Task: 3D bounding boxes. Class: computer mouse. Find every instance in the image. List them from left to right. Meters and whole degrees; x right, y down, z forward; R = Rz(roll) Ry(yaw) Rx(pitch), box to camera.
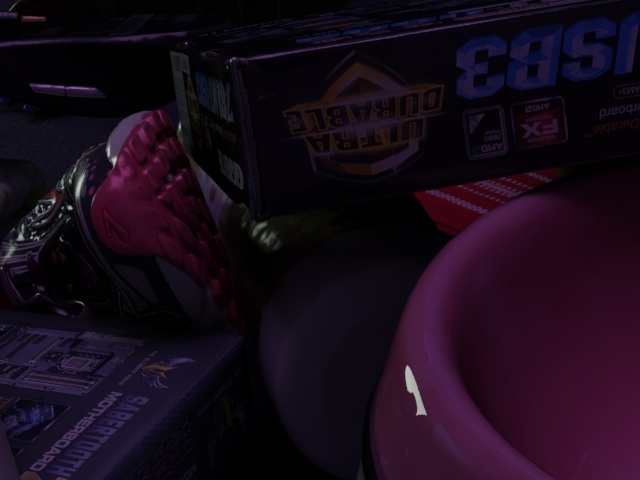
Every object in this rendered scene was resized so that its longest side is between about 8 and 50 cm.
[{"bbox_3d":[-0.181,-0.117,1.075,0.262,0.060,0.184,-4,16,0],"label":"computer mouse"}]

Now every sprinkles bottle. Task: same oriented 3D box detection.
[{"bbox_3d":[0.000,0.000,0.908,0.121,0.121,0.355,-11,24,-9],"label":"sprinkles bottle"}]

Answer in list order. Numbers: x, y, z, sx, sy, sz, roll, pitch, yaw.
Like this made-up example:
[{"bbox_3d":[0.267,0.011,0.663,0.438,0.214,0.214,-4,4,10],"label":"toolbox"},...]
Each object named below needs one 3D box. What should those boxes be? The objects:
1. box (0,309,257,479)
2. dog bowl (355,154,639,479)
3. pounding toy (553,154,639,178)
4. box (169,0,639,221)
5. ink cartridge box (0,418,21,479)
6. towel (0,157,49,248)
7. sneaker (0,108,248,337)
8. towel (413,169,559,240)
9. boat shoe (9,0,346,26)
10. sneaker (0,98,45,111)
[{"bbox_3d":[-0.157,0.104,0.675,0.183,0.059,0.233,4,25,23],"label":"box"},{"bbox_3d":[0.196,0.090,0.544,0.408,0.150,0.408,-2,25,1],"label":"dog bowl"},{"bbox_3d":[0.202,-0.066,0.979,0.183,0.110,0.237,-8,49,-19],"label":"pounding toy"},{"bbox_3d":[0.087,-0.082,0.752,0.295,0.073,0.293,-11,12,-9],"label":"box"},{"bbox_3d":[-0.223,0.124,0.526,0.261,0.066,0.296,-23,41,-9],"label":"ink cartridge box"},{"bbox_3d":[-0.359,0.031,0.948,0.320,0.090,0.374,-1,16,6],"label":"towel"},{"bbox_3d":[-0.111,0.019,0.839,0.112,0.121,0.299,-19,-6,-13],"label":"sneaker"},{"bbox_3d":[0.184,-0.036,1.045,0.275,0.031,0.199,-22,28,-30],"label":"towel"},{"bbox_3d":[-0.124,-0.220,1.441,0.307,0.111,0.104,-2,26,12],"label":"boat shoe"},{"bbox_3d":[-0.257,-0.141,1.380,0.058,0.052,0.135,-24,28,-24],"label":"sneaker"}]
